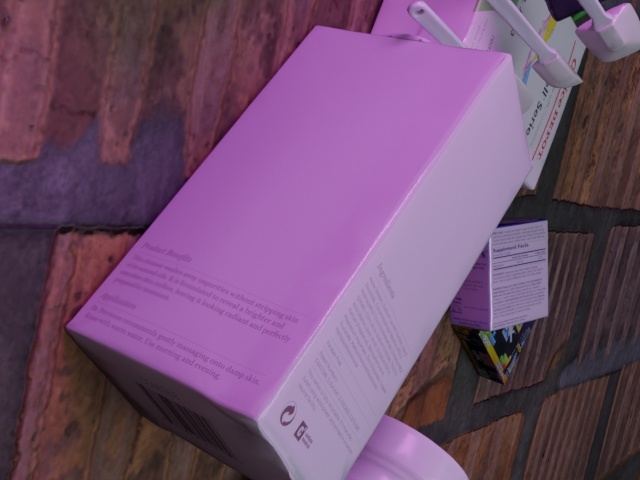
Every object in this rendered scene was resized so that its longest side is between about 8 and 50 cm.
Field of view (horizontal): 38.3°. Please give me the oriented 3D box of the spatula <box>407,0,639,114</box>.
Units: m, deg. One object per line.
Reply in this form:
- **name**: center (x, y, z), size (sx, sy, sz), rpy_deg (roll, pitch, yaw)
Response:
- **spatula**: center (0.196, -0.194, 0.853), size (0.242, 0.168, 0.019), rpy_deg (28, 45, -51)

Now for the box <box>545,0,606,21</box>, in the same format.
- **box**: center (0.327, -0.398, 0.888), size (0.183, 0.296, 0.294), rpy_deg (57, 26, -28)

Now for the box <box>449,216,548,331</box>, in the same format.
- **box**: center (0.239, 0.042, 1.234), size (0.126, 0.072, 0.137), rpy_deg (-8, 99, -40)

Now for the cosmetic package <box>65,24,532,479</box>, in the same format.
- **cosmetic package**: center (0.000, 0.000, 0.792), size (0.385, 0.217, 0.156), rpy_deg (-52, 141, -25)

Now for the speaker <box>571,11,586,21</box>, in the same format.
- **speaker**: center (0.353, -0.396, 1.196), size (0.296, 0.131, 0.131), rpy_deg (-48, 139, -32)

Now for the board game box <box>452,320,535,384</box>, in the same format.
- **board game box**: center (0.267, 0.115, 1.373), size (0.141, 0.048, 0.170), rpy_deg (-58, 144, -18)

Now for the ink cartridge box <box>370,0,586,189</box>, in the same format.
- **ink cartridge box**: center (0.199, -0.194, 1.069), size (0.353, 0.119, 0.207), rpy_deg (29, 81, -55)

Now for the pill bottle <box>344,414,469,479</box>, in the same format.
- **pill bottle**: center (-0.004, 0.368, 0.954), size (0.363, 0.210, 0.210), rpy_deg (-55, 143, -25)
